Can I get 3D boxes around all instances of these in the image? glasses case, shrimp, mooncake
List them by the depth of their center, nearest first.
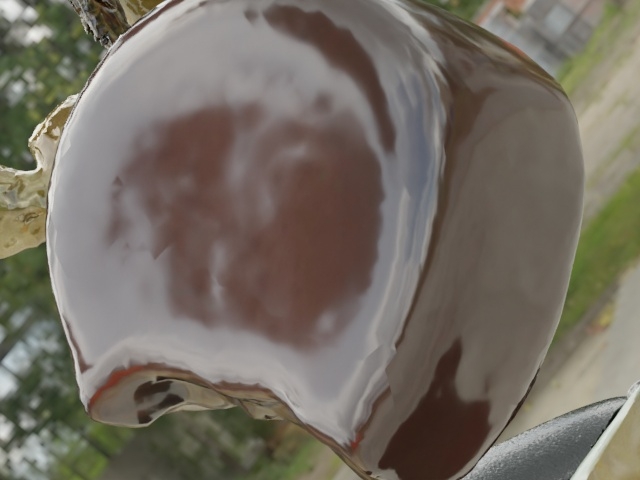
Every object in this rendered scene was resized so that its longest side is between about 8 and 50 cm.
[{"bbox_3d":[0.000,0.000,0.981,0.326,0.334,0.174,-31,-25,31],"label":"mooncake"},{"bbox_3d":[-0.219,-0.192,1.249,0.035,0.195,0.148,-28,6,44],"label":"shrimp"},{"bbox_3d":[0.216,0.225,1.616,0.266,0.067,0.103,-24,26,-11],"label":"glasses case"}]

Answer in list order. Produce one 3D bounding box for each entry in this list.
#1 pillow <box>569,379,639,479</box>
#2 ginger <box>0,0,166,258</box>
[{"bbox_3d":[0.258,0.325,1.424,0.119,0.310,0.312,10,49,50],"label":"pillow"},{"bbox_3d":[-0.134,-0.058,1.370,0.363,0.348,0.122,-48,-18,-27],"label":"ginger"}]
